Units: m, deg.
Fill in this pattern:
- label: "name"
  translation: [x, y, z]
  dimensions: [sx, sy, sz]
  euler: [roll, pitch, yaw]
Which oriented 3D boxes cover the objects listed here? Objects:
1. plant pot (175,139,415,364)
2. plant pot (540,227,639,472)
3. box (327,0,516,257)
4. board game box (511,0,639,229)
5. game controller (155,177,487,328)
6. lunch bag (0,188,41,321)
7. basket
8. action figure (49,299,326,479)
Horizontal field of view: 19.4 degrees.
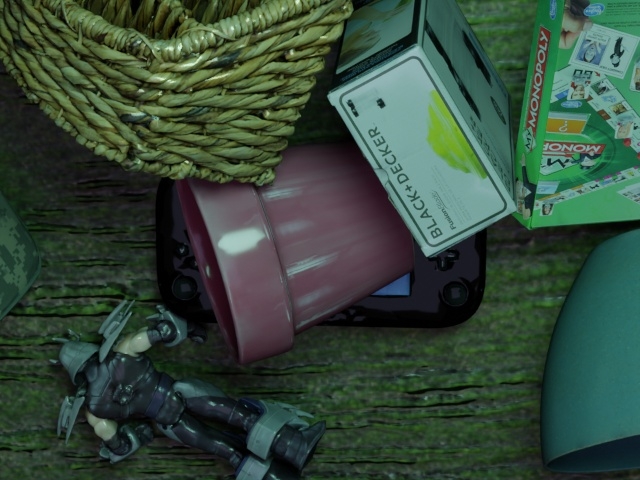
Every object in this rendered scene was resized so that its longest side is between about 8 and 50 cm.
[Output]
- label: "plant pot"
  translation: [-0.019, -0.006, 1.699]
  dimensions: [0.180, 0.201, 0.201]
  euler: [-17, 112, -9]
- label: "plant pot"
  translation: [0.332, 0.092, 1.731]
  dimensions: [0.290, 0.290, 0.195]
  euler: [-11, 75, 10]
- label: "box"
  translation: [0.093, -0.123, 1.625]
  dimensions: [0.087, 0.290, 0.169]
  euler: [-27, 107, 16]
- label: "board game box"
  translation: [0.327, -0.125, 1.662]
  dimensions: [0.317, 0.046, 0.214]
  euler: [-4, 116, -23]
- label: "game controller"
  translation: [0.000, 0.000, 1.807]
  dimensions: [0.319, 0.067, 0.166]
  euler: [1, 113, 4]
- label: "lunch bag"
  translation: [-0.454, 0.003, 1.781]
  dimensions: [0.256, 0.212, 0.305]
  euler: [-25, 108, 32]
- label: "basket"
  translation: [-0.141, -0.216, 1.582]
  dimensions: [0.213, 0.299, 0.223]
  euler: [5, 121, -39]
- label: "action figure"
  translation: [-0.142, 0.165, 1.877]
  dimensions: [0.285, 0.099, 0.185]
  euler: [27, 120, -2]
